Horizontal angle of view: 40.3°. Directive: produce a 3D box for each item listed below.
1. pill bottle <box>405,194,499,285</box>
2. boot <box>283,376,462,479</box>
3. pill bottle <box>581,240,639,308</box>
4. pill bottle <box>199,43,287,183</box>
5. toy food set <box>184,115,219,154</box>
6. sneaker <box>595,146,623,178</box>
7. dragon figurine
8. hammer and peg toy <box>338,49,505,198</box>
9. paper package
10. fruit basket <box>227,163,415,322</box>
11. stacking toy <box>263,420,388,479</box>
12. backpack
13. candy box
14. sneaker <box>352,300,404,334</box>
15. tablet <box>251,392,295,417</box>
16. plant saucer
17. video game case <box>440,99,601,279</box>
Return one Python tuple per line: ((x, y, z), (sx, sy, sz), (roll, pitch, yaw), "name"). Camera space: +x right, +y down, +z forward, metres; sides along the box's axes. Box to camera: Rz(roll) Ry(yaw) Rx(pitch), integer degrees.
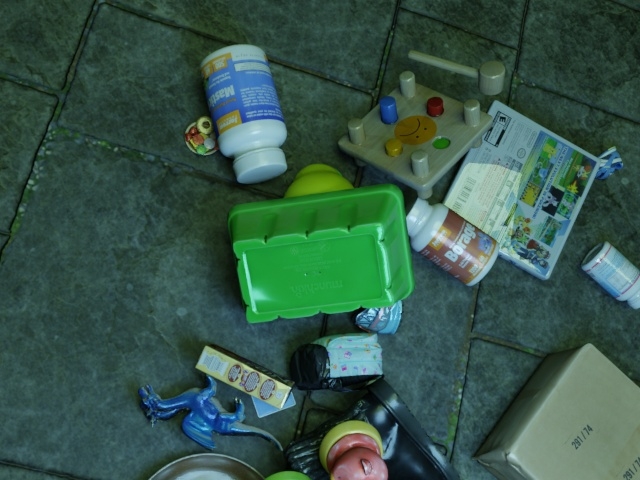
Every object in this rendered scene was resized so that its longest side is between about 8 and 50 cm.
((0.277, -0.004, 1.929), (0.216, 0.121, 0.121), (33, 68, -6), "pill bottle")
((0.110, 0.472, 1.735), (0.260, 0.131, 0.348), (-39, 101, -11), "boot")
((0.696, 0.083, 2.039), (0.160, 0.087, 0.087), (42, 68, -1), "pill bottle")
((-0.159, -0.267, 1.876), (0.152, 0.152, 0.272), (-11, 76, -18), "pill bottle")
((-0.254, -0.225, 1.908), (0.083, 0.020, 0.083), (-38, 86, -22), "toy food set")
((0.684, -0.176, 2.133), (0.144, 0.053, 0.059), (-30, 85, -20), "sneaker")
((-0.221, 0.359, 1.704), (0.289, 0.085, 0.144), (39, 70, 3), "dragon figurine")
((0.241, -0.274, 1.958), (0.266, 0.127, 0.361), (30, 63, 32), "hammer and peg toy")
((0.549, 0.435, 1.851), (0.309, 0.168, 0.325), (43, 67, -1), "paper package")
((0.000, 0.000, 1.799), (0.392, 0.392, 0.283), (-14, 105, -19), "fruit basket")
((0.037, 0.521, 1.594), (0.279, 0.130, 0.309), (-27, 112, -4), "stacking toy")
((0.045, 0.248, 1.783), (0.182, 0.152, 0.115), (-1, 86, -29), "backpack")
((-0.146, 0.267, 1.721), (0.186, 0.109, 0.053), (24, 87, 4), "candy box")
((0.113, 0.068, 1.877), (0.125, 0.104, 0.262), (3, 72, -11), "sneaker")
((-0.097, 0.325, 1.793), (0.083, 0.006, 0.054), (-17, 79, -18), "tablet")
((-0.220, 0.567, 1.664), (0.310, 0.050, 0.311), (4, 72, -14), "plant saucer")
((0.464, -0.119, 2.038), (0.299, 0.036, 0.329), (29, 76, -3), "video game case")
